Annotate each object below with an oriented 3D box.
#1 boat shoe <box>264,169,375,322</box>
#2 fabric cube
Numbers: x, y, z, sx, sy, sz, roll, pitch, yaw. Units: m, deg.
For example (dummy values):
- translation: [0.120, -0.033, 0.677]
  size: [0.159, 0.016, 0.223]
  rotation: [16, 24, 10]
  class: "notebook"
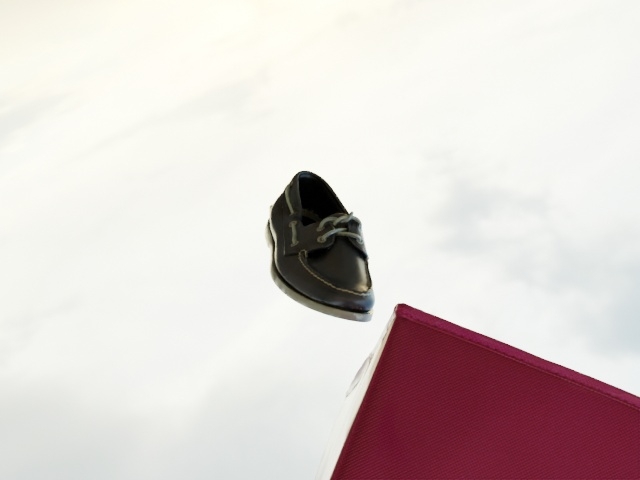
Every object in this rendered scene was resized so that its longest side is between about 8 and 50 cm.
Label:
- translation: [0.000, 0.000, 0.905]
  size: [0.075, 0.065, 0.206]
  rotation: [13, -162, -19]
  class: "boat shoe"
- translation: [0.100, 0.231, 0.729]
  size: [0.259, 0.254, 0.258]
  rotation: [104, 7, -69]
  class: "fabric cube"
